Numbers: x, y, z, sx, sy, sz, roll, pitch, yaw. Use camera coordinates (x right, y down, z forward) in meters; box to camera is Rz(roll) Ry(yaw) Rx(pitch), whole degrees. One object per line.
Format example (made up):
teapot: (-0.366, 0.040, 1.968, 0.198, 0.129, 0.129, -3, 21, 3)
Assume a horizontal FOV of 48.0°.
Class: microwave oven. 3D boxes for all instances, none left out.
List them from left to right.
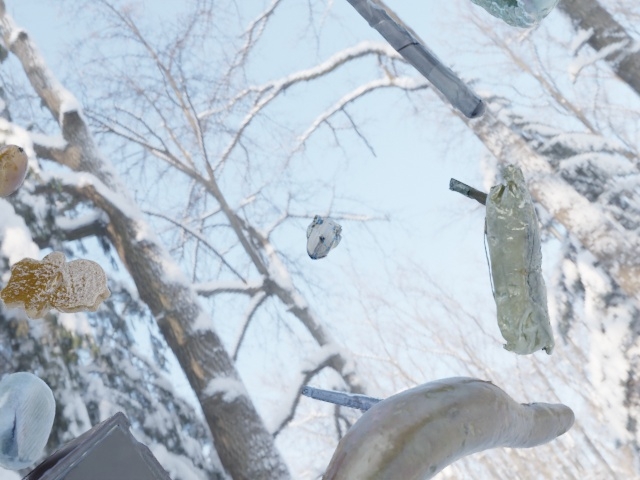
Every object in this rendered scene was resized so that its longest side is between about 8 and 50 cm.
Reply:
microwave oven: (-0.330, 0.379, 0.933, 0.188, 0.178, 0.247, -37, 2, 29)

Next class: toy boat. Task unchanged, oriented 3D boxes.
toy boat: (0.000, 0.000, 1.600, 0.066, 0.084, 0.210, -64, -1, 23)

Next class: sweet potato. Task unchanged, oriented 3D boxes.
sweet potato: (0.090, 0.174, 0.598, 0.346, 0.079, 0.108, -18, -76, -33)

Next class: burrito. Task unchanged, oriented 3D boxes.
burrito: (0.234, 0.023, 0.852, 0.063, 0.230, 0.058, -14, -11, 38)

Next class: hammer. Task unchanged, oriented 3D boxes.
hammer: (0.049, -0.302, 0.921, 0.044, 0.427, 0.152, -49, -15, 25)

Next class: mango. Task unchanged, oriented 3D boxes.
mango: (-0.633, -0.141, 1.448, 0.077, 0.063, 0.127, -10, -41, -53)

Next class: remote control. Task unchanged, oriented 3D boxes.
remote control: (0.044, 0.253, 1.144, 0.152, 0.043, 0.027, 16, -96, -23)

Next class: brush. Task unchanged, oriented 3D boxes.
brush: (0.400, -0.119, 1.872, 0.027, 0.190, 0.034, -7, -62, -38)

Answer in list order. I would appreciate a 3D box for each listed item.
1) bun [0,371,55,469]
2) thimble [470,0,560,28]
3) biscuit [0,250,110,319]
bun: (-0.456, 0.266, 1.063, 0.083, 0.141, 0.141, 4, -38, 5)
thimble: (0.243, -0.398, 0.944, 0.150, 0.237, 0.237, -53, -38, 8)
biscuit: (-0.444, 0.073, 1.212, 0.184, 0.133, 0.027, -8, -41, -2)
